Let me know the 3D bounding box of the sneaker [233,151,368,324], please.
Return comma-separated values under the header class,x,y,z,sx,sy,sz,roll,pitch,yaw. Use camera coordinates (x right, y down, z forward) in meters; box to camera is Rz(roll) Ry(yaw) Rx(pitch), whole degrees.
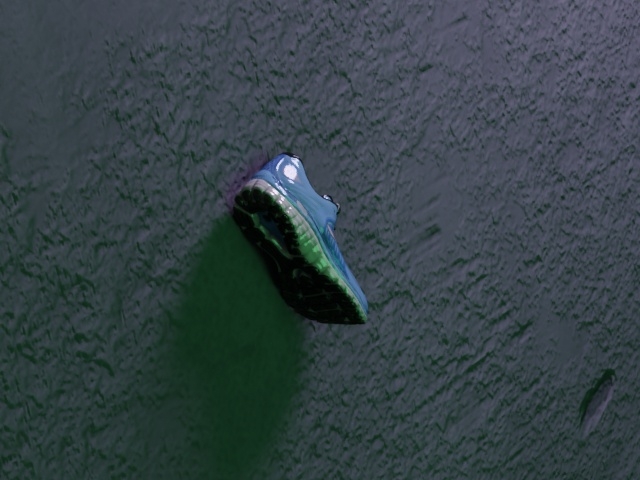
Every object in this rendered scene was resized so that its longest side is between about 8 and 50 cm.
class,x,y,z,sx,sy,sz,roll,pitch,yaw
sneaker,0.000,0.000,1.331,0.073,0.063,0.162,-59,135,-35
